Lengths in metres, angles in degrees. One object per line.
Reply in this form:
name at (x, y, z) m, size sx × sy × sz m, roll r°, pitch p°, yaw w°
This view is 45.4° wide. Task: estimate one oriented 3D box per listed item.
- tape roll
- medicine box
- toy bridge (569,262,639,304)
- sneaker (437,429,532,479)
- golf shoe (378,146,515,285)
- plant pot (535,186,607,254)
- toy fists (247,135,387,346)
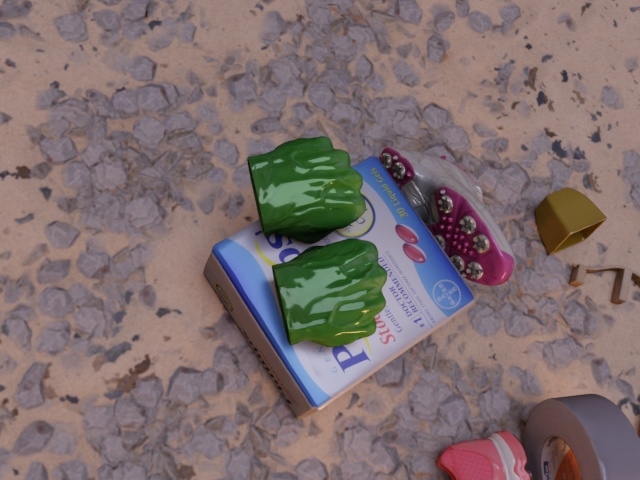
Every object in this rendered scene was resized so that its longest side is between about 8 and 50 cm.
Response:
tape roll at (0.370, 0.330, 1.078) m, size 0.072 × 0.219 × 0.219 m, roll -2°, pitch 74°, yaw -13°
medicine box at (0.022, 0.068, 1.112) m, size 0.289 × 0.149 × 0.263 m, roll -31°, pitch 82°, yaw -21°
toy bridge at (0.510, 0.076, 1.295) m, size 0.188 × 0.026 × 0.063 m, roll 23°, pitch 69°, yaw -6°
sneaker at (0.238, 0.436, 1.086) m, size 0.136 × 0.116 × 0.314 m, roll -5°, pitch 67°, yaw -5°
golf shoe at (0.211, -0.051, 1.168) m, size 0.140 × 0.115 × 0.306 m, roll -10°, pitch 44°, yaw -31°
plant pot at (0.410, -0.040, 1.281) m, size 0.081 × 0.081 × 0.083 m, roll -20°, pitch 69°, yaw -19°
toy fists at (0.000, 0.000, 0.999) m, size 0.142 × 0.096 × 0.279 m, roll -12°, pitch 77°, yaw -7°
